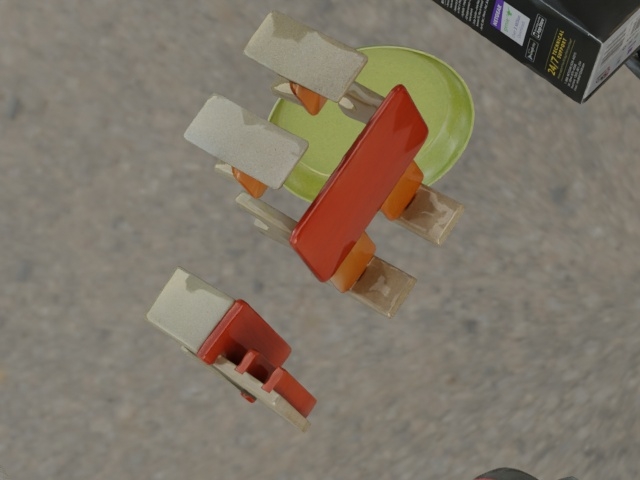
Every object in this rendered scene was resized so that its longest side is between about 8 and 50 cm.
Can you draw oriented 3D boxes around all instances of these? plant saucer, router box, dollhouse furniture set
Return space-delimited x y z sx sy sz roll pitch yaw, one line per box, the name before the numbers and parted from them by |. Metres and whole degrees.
plant saucer | 0.052 -0.134 1.908 0.241 0.241 0.037 -24 46 10
router box | 0.208 -0.283 1.343 0.243 0.081 0.309 38 63 17
dollhouse furniture set | 0.000 0.000 1.285 0.135 0.262 0.259 29 79 30

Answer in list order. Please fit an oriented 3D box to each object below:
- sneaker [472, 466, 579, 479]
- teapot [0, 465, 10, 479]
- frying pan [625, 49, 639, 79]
sneaker | 0.107 0.208 0.539 0.135 0.097 0.276 -37 71 -18
teapot | -0.471 0.348 1.914 0.253 0.187 0.256 -7 99 37
frying pan | 0.230 -0.244 1.676 0.197 0.053 0.326 -10 54 -26
